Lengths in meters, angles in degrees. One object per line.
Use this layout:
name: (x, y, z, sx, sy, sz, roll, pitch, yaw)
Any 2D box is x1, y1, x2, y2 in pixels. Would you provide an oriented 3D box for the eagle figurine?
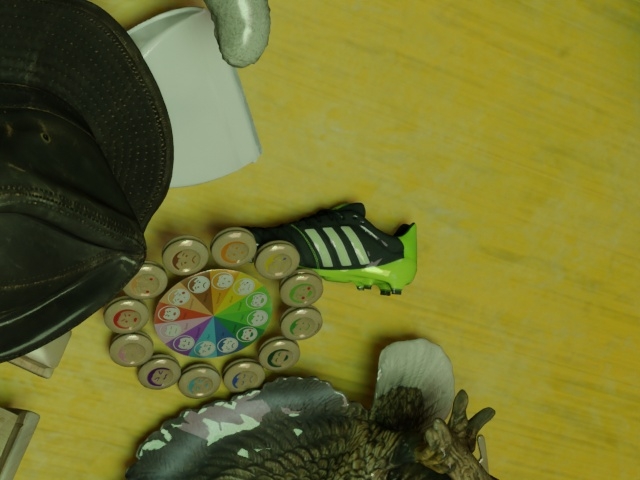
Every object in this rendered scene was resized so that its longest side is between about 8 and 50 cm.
eagle figurine: (0.002, 0.225, 1.052, 0.298, 0.225, 0.226, -23, 78, 24)

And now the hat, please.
hat: (-0.207, -0.009, 0.811, 0.331, 0.134, 0.331, -26, 134, -31)

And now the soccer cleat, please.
soccer cleat: (0.000, 0.000, 1.043, 0.178, 0.060, 0.072, 10, 82, -22)

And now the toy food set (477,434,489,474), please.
toy food set: (0.107, 0.230, 1.171, 0.122, 0.019, 0.078, -16, 111, -16)

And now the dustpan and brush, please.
dustpan and brush: (-0.164, -0.084, 0.955, 0.211, 0.060, 0.147, -29, 127, -17)

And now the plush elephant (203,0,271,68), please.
plush elephant: (-0.065, -0.246, 0.823, 0.330, 0.272, 0.255, 38, 88, -11)

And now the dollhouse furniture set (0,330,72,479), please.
dollhouse furniture set: (-0.412, 0.162, 0.936, 0.303, 0.173, 0.356, 32, 70, -26)

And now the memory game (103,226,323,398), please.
memory game: (-0.086, 0.064, 1.011, 0.186, 0.012, 0.186, -8, 131, -9)
